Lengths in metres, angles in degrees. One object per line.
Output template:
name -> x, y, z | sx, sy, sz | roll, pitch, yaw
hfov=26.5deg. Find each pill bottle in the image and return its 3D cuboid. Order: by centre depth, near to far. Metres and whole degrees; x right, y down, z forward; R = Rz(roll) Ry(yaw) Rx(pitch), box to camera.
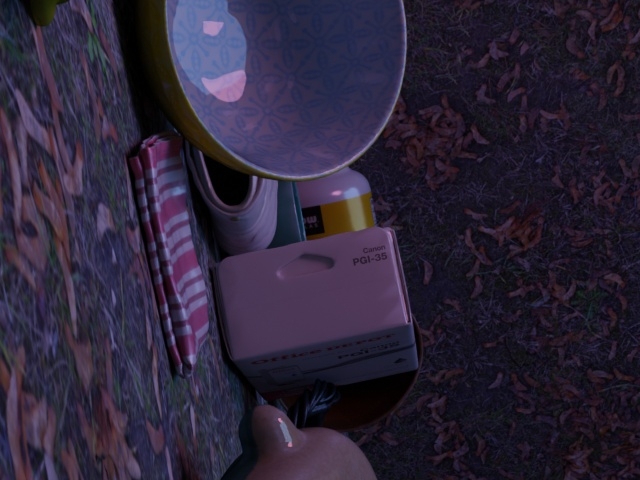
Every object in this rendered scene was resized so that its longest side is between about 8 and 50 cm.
pill bottle -> 0.000, 0.000, 2.157 | 0.188, 0.187, 0.334 | -81, 160, -83

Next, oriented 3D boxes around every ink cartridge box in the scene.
ink cartridge box -> 0.001, 0.092, 1.574 | 0.283, 0.207, 0.117 | 69, 9, -74

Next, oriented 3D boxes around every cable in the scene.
cable -> -0.019, 0.234, 1.597 | 0.151, 0.047, 0.184 | -61, 167, -11

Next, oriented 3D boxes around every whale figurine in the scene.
whale figurine -> -0.050, 0.240, 1.066 | 0.272, 0.141, 0.216 | 9, 68, -61

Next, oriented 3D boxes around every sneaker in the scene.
sneaker -> -0.095, -0.145, 1.503 | 0.169, 0.108, 0.293 | 82, 0, -74

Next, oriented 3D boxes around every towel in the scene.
towel -> -0.122, 0.009, 1.157 | 0.144, 0.029, 0.197 | -83, 162, -80

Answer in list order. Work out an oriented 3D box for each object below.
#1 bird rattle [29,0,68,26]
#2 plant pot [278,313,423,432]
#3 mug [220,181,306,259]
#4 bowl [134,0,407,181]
bird rattle -> -0.160, -0.225, 0.745 | 0.207, 0.143, 0.253 | 69, 13, 14
plant pot -> 0.005, 0.125, 1.928 | 0.230, 0.215, 0.215 | -130, -153, -64
mug -> -0.068, 0.000, 1.625 | 0.129, 0.097, 0.158 | -87, 167, -82
bowl -> -0.074, -0.196, 1.286 | 0.156, 0.289, 0.290 | -2, -78, 49
